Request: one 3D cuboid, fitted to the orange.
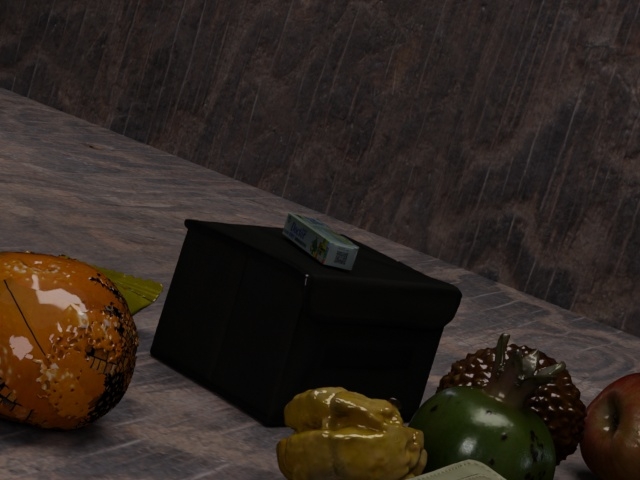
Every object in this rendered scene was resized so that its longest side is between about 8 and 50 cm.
[{"bbox_3d":[-0.317,0.108,1.594,0.234,0.182,0.234,15,23,-6],"label":"orange"}]

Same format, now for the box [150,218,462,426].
[{"bbox_3d":[-0.019,0.111,2.017,0.251,0.205,0.345,25,12,39],"label":"box"}]

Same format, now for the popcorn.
[{"bbox_3d":[0.031,0.230,1.612,0.167,0.148,0.152,31,34,-3],"label":"popcorn"}]

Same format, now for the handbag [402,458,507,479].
[{"bbox_3d":[0.110,0.321,1.195,0.236,0.160,0.358,30,15,29],"label":"handbag"}]

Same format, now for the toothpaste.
[{"bbox_3d":[0.000,0.000,1.950,0.046,0.034,0.164,13,10,-25],"label":"toothpaste"}]

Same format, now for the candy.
[{"bbox_3d":[-0.352,0.080,1.970,0.187,0.081,0.297,21,21,18],"label":"candy"}]

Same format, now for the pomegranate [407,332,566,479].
[{"bbox_3d":[0.203,0.225,1.725,0.181,0.224,0.181,26,6,-3],"label":"pomegranate"}]

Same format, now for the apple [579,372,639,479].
[{"bbox_3d":[0.468,0.284,2.054,0.199,0.199,0.199,17,9,-3],"label":"apple"}]

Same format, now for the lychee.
[{"bbox_3d":[0.256,0.227,1.914,0.238,0.200,0.200,16,9,-28],"label":"lychee"}]
